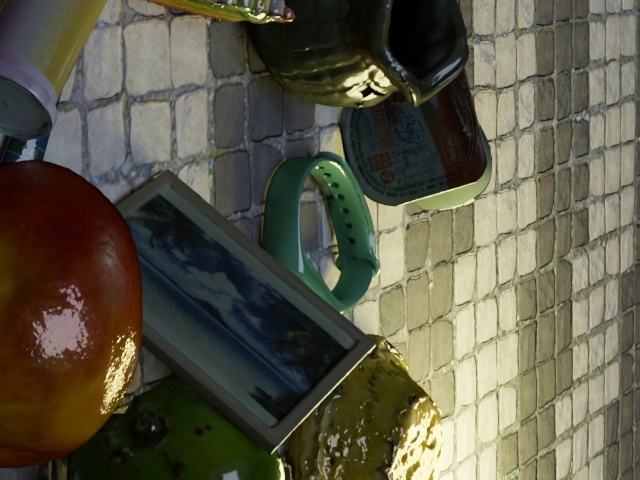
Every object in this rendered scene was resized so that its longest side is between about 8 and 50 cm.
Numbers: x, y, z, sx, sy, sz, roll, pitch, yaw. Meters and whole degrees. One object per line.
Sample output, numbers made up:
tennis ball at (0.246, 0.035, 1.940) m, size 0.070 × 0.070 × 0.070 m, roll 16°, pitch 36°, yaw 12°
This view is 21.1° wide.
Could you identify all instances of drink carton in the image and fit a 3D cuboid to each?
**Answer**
drink carton at (0.143, -0.133, 2.363) m, size 0.189 × 0.191 × 0.185 m, roll 20°, pitch 53°, yaw -72°

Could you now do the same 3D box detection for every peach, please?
peach at (-0.275, 0.067, 1.580) m, size 0.281 × 0.238 × 0.281 m, roll 24°, pitch 58°, yaw -45°

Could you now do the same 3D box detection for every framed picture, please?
framed picture at (-0.113, 0.069, 1.854) m, size 0.232 × 0.315 × 0.024 m, roll -43°, pitch 168°, yaw -51°

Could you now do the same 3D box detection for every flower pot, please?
flower pot at (0.058, -0.302, 2.143) m, size 0.302 × 0.213 × 0.302 m, roll -12°, pitch 104°, yaw -59°

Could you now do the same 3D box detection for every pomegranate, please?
pomegranate at (-0.153, 0.282, 1.855) m, size 0.302 × 0.236 × 0.236 m, roll 87°, pitch 24°, yaw -55°

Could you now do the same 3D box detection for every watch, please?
watch at (0.000, 0.000, 2.239) m, size 0.237 × 0.068 × 0.195 m, roll 55°, pitch 45°, yaw -43°

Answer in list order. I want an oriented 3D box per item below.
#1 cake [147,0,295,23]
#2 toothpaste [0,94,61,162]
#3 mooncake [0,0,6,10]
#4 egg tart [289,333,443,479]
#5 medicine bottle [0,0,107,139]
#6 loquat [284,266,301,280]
cake at (-0.124, -0.296, 1.927) m, size 0.225 × 0.109 × 0.090 m, roll 9°, pitch 86°, yaw -60°
toothpaste at (-0.292, -0.109, 1.734) m, size 0.057 × 0.035 × 0.197 m, roll 27°, pitch 71°, yaw -42°
mooncake at (-0.368, -0.283, 1.490) m, size 0.228 × 0.124 × 0.228 m, roll -10°, pitch 102°, yaw -54°
egg tart at (0.080, 0.296, 2.348) m, size 0.341 × 0.132 × 0.341 m, roll -10°, pitch 102°, yaw -61°
medicine bottle at (-0.235, -0.299, 1.737) m, size 0.108 × 0.108 × 0.426 m, roll 58°, pitch 44°, yaw -46°
loquat at (-0.081, 0.139, 2.003) m, size 0.179 × 0.179 × 0.227 m, roll -25°, pitch 124°, yaw -57°
